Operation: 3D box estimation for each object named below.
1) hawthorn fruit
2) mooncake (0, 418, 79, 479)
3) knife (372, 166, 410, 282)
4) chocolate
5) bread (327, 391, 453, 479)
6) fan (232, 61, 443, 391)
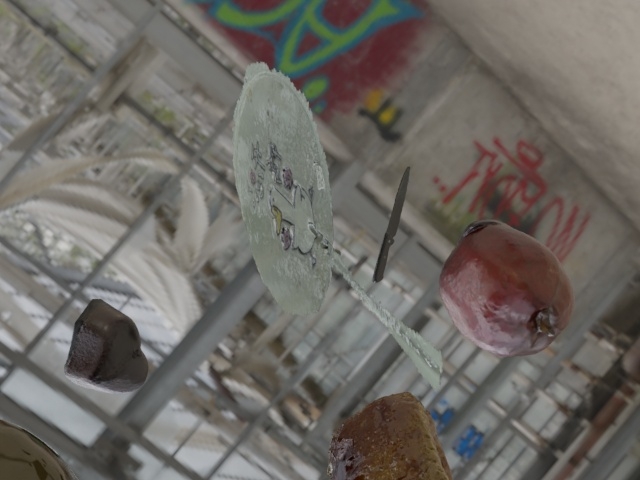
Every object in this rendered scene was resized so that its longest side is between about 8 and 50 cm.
[{"bbox_3d":[0.311,0.089,1.682,0.215,0.215,0.249,41,178,-36],"label":"hawthorn fruit"},{"bbox_3d":[-0.300,0.393,1.116,0.467,0.262,0.467,28,154,15],"label":"mooncake"},{"bbox_3d":[0.100,-0.022,1.446,0.010,0.170,0.023,11,173,41],"label":"knife"},{"bbox_3d":[-0.318,0.169,1.572,0.080,0.125,0.149,7,115,35],"label":"chocolate"},{"bbox_3d":[0.077,0.273,1.071,0.077,0.139,0.271,47,-164,-29],"label":"bread"},{"bbox_3d":[0.001,0.000,0.885,0.415,0.012,0.233,-129,35,-49],"label":"fan"}]
